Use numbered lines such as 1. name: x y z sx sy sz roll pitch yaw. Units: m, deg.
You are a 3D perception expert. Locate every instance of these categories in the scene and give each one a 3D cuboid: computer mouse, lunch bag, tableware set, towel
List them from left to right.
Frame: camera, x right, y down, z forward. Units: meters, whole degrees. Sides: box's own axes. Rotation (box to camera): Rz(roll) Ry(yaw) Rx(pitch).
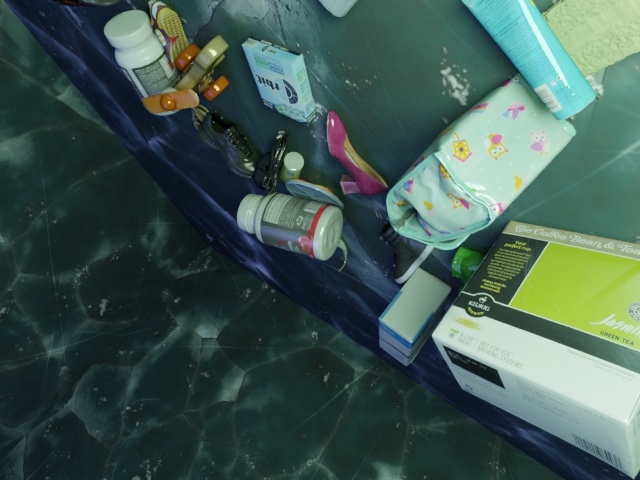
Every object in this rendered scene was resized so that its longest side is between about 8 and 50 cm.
1. tableware set: -0.433 -0.429 1.603 0.128 0.039 0.194 42 162 -4
2. computer mouse: -0.166 -0.228 1.372 0.072 0.188 0.272 16 176 -12
3. lunch bag: 0.243 -0.108 0.742 0.160 0.223 0.262 47 162 3
4. towel: 0.332 -0.259 0.535 0.110 0.027 0.148 43 161 -9

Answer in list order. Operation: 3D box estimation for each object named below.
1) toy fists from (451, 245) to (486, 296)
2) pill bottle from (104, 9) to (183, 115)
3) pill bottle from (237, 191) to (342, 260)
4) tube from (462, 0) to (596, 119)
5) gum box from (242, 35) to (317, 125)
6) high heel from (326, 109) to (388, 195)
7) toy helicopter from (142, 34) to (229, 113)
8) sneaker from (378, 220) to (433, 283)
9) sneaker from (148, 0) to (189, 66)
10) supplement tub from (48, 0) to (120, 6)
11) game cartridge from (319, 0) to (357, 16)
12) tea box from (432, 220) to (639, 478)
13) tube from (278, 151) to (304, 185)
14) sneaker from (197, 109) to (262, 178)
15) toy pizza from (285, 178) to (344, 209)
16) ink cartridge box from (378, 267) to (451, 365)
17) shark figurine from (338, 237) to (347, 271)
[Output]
1. toy fists: 0.427 0.133 1.142 0.142 0.096 0.279 24 154 37
2. pill bottle: -0.521 -0.535 1.342 0.162 0.162 0.278 31 159 25
3. pill bottle: -0.103 -0.057 1.425 0.318 0.176 0.176 15 153 21
4. tube: 0.269 -0.250 0.564 0.207 0.052 0.080 48 155 -9
5. gum box: -0.095 -0.381 1.057 0.157 0.041 0.184 31 160 26
6. high heel: 0.090 -0.211 1.078 0.117 0.082 0.244 -4 127 19
7. toy helicopter: -0.324 -0.417 1.113 0.140 0.235 0.355 48 160 -20
8. sneaker: 0.232 0.017 1.255 0.147 0.104 0.296 38 156 12
9. sneaker: -0.422 -0.575 1.222 0.084 0.069 0.185 44 157 15
10. supplement tub: -0.587 -0.682 1.062 0.338 0.207 0.207 26 157 38
11. game cartridge: -0.020 -0.497 0.635 0.297 0.062 0.198 45 165 -14
12. tea box: 0.452 0.169 0.813 0.329 0.323 0.220 19 152 49
13. tube: -0.101 -0.218 1.429 0.062 0.070 0.240 -4 169 -11
14. sneaker: -0.290 -0.322 1.486 0.286 0.109 0.130 37 149 -8
15. toy pizza: -0.016 -0.149 1.396 0.201 0.032 0.201 22 169 4
16. ink cartridge box: 0.307 0.263 1.467 0.129 0.223 0.307 33 160 23
17. shark figurine: 0.027 -0.005 1.638 0.278 0.166 0.116 23 -156 -38
